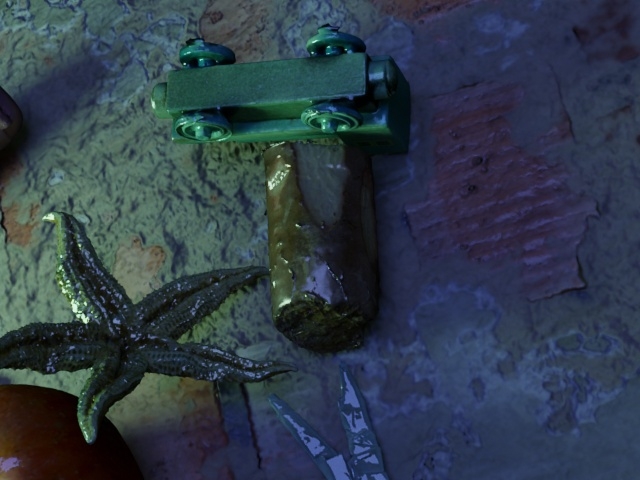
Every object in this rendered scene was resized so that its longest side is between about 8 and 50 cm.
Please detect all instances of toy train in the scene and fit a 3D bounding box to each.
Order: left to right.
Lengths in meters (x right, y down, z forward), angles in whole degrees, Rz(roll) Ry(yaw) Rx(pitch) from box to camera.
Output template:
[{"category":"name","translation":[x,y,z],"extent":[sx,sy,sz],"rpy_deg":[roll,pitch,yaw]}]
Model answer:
[{"category":"toy train","translation":[-0.043,-0.164,1.544],"extent":[0.298,0.194,0.120],"rpy_deg":[-2,76,17]}]

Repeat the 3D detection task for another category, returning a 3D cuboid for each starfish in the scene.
[{"category":"starfish","translation":[-0.208,0.116,1.457],"extent":[0.358,0.078,0.347],"rpy_deg":[23,38,4]}]

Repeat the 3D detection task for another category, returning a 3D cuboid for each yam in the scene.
[{"category":"yam","translation":[0.000,0.001,1.497],"extent":[0.129,0.128,0.238],"rpy_deg":[-14,63,27]}]

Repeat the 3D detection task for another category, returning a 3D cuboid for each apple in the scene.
[{"category":"apple","translation":[-0.297,0.257,1.406],"extent":[0.293,0.251,0.163],"rpy_deg":[42,92,25]}]

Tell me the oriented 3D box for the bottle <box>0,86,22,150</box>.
[{"category":"bottle","translation":[-0.502,-0.107,1.682],"extent":[0.253,0.120,0.120],"rpy_deg":[-40,65,-5]}]

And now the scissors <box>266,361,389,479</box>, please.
[{"category":"scissors","translation":[0.063,0.309,1.411],"extent":[0.256,0.029,0.383],"rpy_deg":[-32,66,2]}]
